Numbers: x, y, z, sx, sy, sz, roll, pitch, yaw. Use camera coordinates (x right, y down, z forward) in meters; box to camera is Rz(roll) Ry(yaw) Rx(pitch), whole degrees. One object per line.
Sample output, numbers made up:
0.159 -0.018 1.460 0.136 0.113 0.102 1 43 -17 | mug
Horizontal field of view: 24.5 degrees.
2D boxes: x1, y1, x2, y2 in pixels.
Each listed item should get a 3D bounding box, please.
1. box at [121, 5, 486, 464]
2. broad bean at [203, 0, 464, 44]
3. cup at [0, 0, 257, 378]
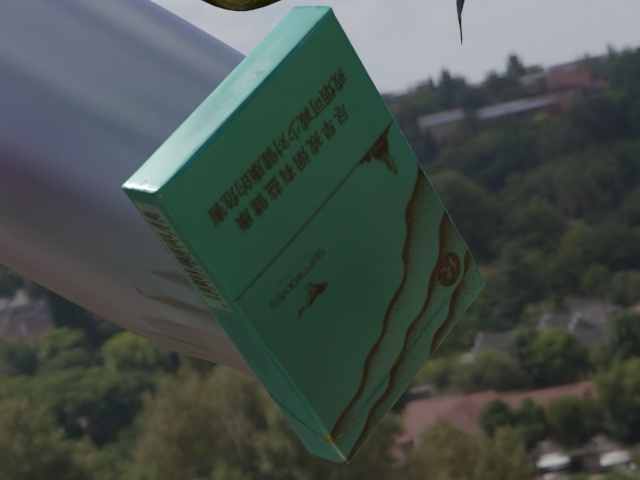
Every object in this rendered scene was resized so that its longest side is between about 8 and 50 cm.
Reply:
0.000 0.000 0.870 0.042 0.226 0.161 11 52 48 | box
0.018 -0.163 0.791 0.056 0.098 0.318 4 6 33 | broad bean
-0.143 -0.059 1.196 0.371 0.253 0.253 28 16 13 | cup
